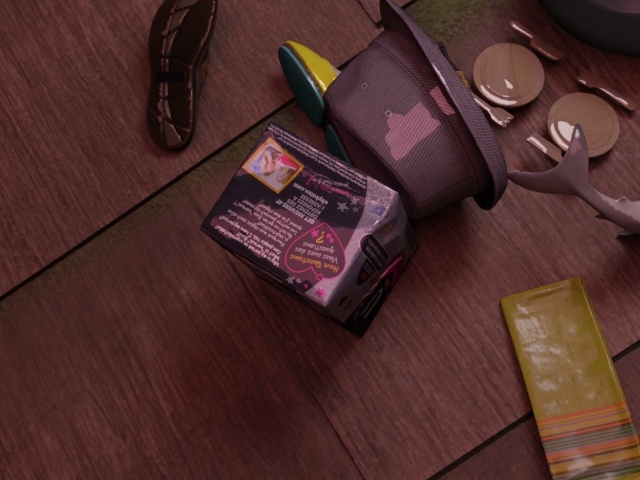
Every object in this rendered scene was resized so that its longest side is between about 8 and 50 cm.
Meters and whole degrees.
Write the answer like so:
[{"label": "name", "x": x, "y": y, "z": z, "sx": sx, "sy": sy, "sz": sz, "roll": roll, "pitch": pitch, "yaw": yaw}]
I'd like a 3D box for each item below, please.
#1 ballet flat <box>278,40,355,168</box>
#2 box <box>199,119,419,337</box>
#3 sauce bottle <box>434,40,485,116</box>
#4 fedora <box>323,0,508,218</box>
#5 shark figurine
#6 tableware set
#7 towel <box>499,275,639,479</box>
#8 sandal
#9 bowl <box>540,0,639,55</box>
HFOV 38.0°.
[{"label": "ballet flat", "x": 0.027, "y": -0.157, "z": 1.161, "sx": 0.077, "sy": 0.077, "sz": 0.230, "roll": -23, "pitch": 75, "yaw": -17}, {"label": "box", "x": 0.000, "y": 0.000, "z": 1.028, "sx": 0.163, "sy": 0.247, "sz": 0.142, "roll": 32, "pitch": 86, "yaw": 16}, {"label": "sauce bottle", "x": 0.164, "y": -0.187, "z": 1.149, "sx": 0.042, "sy": 0.042, "sz": 0.128, "roll": -25, "pitch": 75, "yaw": 4}, {"label": "fedora", "x": 0.088, "y": -0.127, "z": 1.037, "sx": 0.124, "sy": 0.243, "sz": 0.275, "roll": -31, "pitch": 61, "yaw": -3}, {"label": "shark figurine", "x": 0.348, "y": -0.037, "z": 1.029, "sx": 0.278, "sy": 0.116, "sz": 0.166, "roll": -8, "pitch": 74, "yaw": -28}, {"label": "tableware set", "x": 0.269, "y": -0.164, "z": 1.127, "sx": 0.194, "sy": 0.039, "sz": 0.128, "roll": 38, "pitch": 74, "yaw": 11}, {"label": "towel", "x": 0.281, "y": 0.160, "z": 1.037, "sx": 0.102, "sy": 0.021, "sz": 0.237, "roll": -15, "pitch": 67, "yaw": 6}, {"label": "sandal", "x": -0.177, "y": -0.227, "z": 1.223, "sx": 0.090, "sy": 0.060, "sz": 0.219, "roll": 5, "pitch": 92, "yaw": 18}, {"label": "bowl", "x": 0.366, "y": -0.360, "z": 1.028, "sx": 0.312, "sy": 0.163, "sz": 0.311, "roll": 5, "pitch": 104, "yaw": 20}]
